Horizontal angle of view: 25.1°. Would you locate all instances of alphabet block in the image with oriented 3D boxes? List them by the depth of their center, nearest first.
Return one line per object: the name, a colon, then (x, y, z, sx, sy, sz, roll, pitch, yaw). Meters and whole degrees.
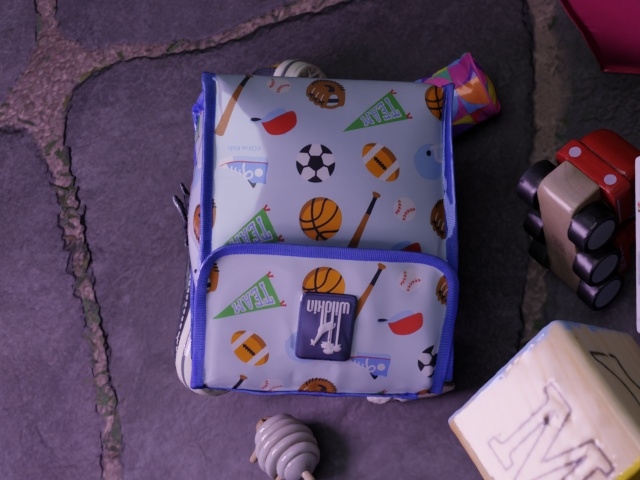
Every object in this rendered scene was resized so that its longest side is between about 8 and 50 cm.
alphabet block: (0.305, 0.231, 1.658, 0.193, 0.192, 0.197, -48, 55, 24)

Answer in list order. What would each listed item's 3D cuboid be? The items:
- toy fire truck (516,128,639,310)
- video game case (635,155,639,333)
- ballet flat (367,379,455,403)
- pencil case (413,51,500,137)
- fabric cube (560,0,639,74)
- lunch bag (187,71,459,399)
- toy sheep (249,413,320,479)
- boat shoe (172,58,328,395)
toy fire truck: (0.389, -0.051, 1.752, 0.246, 0.217, 0.158, -39, 57, -11)
video game case: (0.458, 0.019, 1.675, 0.026, 0.227, 0.206, -20, 64, 57)
ballet flat: (0.065, 0.168, 1.894, 0.248, 0.086, 0.086, 26, 82, 33)
pencil case: (0.127, -0.170, 1.981, 0.236, 0.104, 0.104, -24, 62, 14)
fabric cube: (0.468, -0.367, 1.805, 0.254, 0.259, 0.258, 8, 76, 27)
lunch bag: (0.000, 0.000, 1.776, 0.327, 0.239, 0.385, 3, 80, -6)
toy sheep: (-0.044, 0.278, 1.889, 0.091, 0.091, 0.132, -47, 53, 2)
boat shoe: (-0.114, -0.022, 1.993, 0.156, 0.187, 0.500, 1, 66, 32)
